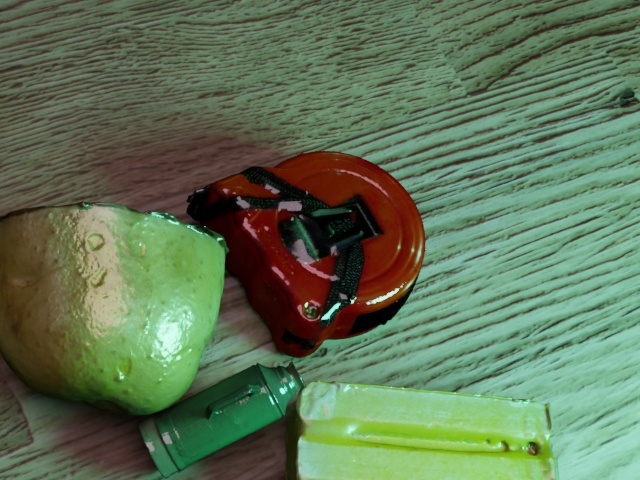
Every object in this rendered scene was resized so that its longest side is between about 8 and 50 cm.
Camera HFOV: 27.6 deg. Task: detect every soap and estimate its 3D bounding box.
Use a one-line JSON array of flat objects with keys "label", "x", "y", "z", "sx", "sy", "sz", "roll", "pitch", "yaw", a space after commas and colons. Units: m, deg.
[{"label": "soap", "x": 0.117, "y": 0.276, "z": 1.509, "sx": 0.315, "sy": 0.091, "sz": 0.199, "roll": 5, "pitch": 60, "yaw": -11}]

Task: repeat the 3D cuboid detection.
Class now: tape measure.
[{"label": "tape measure", "x": 0.000, "y": 0.000, "z": 1.620, "sx": 0.260, "sy": 0.114, "sz": 0.253, "roll": -24, "pitch": 70, "yaw": -25}]

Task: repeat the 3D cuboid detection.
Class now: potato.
[{"label": "potato", "x": -0.241, "y": 0.084, "z": 1.460, "sx": 0.285, "sy": 0.242, "sz": 0.242, "roll": 12, "pitch": 57, "yaw": -28}]

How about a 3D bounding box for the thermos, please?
[{"label": "thermos", "x": -0.109, "y": 0.190, "z": 1.469, "sx": 0.187, "sy": 0.083, "sz": 0.073, "roll": -27, "pitch": 38, "yaw": -4}]
